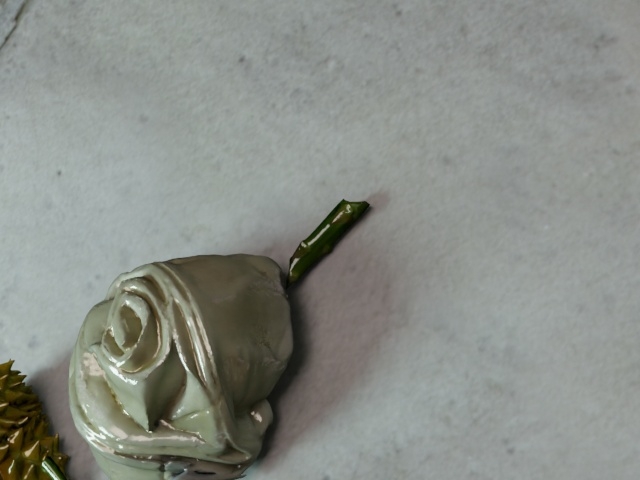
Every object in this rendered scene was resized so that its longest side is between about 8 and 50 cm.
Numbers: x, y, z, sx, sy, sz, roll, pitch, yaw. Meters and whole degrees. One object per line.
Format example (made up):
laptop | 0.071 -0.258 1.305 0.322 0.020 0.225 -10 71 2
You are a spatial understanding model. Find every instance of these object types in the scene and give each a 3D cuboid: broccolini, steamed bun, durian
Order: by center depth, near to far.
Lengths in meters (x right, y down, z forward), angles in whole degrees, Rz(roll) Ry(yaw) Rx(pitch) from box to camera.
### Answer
steamed bun | -0.137 0.108 1.499 0.218 0.144 0.211 -12 66 29
broccolini | -0.210 0.251 1.534 0.030 0.035 0.140 -45 74 18
durian | -0.319 0.220 1.598 0.182 0.165 0.132 -35 16 -18

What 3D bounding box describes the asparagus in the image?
asparagus | 0.001 0.001 1.528 0.108 0.025 0.021 -47 64 8
